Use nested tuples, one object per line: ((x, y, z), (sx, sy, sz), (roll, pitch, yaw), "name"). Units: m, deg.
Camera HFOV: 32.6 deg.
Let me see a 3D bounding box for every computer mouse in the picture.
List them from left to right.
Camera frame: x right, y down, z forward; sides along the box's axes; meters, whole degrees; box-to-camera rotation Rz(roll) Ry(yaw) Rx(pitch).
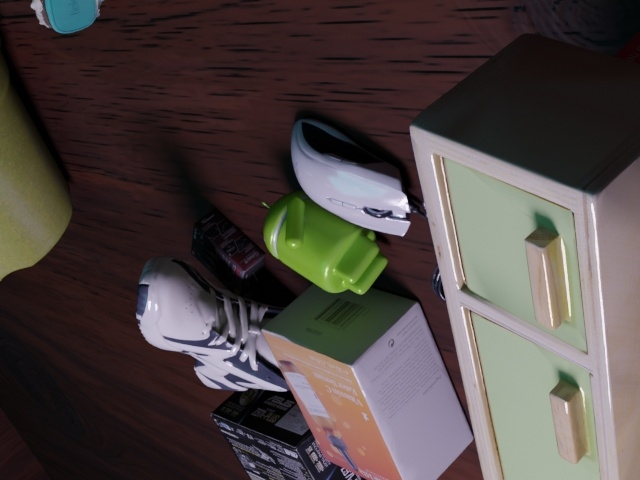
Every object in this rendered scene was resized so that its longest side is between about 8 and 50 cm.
((0.038, -0.031, 0.858), (0.193, 0.042, 0.106), (32, 149, 30), "computer mouse")

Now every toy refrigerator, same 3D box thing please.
((0.127, 0.044, 0.546), (0.102, 0.094, 0.269), (28, 146, 40), "toy refrigerator")

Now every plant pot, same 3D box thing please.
((-0.430, -0.091, 1.285), (0.276, 0.276, 0.254), (24, 156, 40), "plant pot")

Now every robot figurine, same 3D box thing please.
((0.000, 0.000, 0.926), (0.115, 0.067, 0.101), (32, 172, 30), "robot figurine")

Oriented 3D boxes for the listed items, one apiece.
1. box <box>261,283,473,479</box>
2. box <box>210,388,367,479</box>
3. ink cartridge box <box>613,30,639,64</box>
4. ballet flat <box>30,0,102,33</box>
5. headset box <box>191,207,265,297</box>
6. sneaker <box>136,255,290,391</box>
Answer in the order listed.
((0.044, 0.133, 1.005), (0.130, 0.091, 0.170), (14, 136, 49), "box")
((-0.023, 0.249, 1.266), (0.180, 0.077, 0.147), (7, 131, 53), "box")
((0.250, 0.006, 0.522), (0.237, 0.100, 0.172), (32, 149, 31), "ink cartridge box")
((-0.214, -0.264, 0.902), (0.077, 0.091, 0.241), (66, 153, 17), "ballet flat")
((-0.093, 0.017, 1.127), (0.083, 0.032, 0.062), (44, 152, 15), "headset box")
((-0.073, 0.087, 1.082), (0.153, 0.094, 0.235), (0, 145, 20), "sneaker")
